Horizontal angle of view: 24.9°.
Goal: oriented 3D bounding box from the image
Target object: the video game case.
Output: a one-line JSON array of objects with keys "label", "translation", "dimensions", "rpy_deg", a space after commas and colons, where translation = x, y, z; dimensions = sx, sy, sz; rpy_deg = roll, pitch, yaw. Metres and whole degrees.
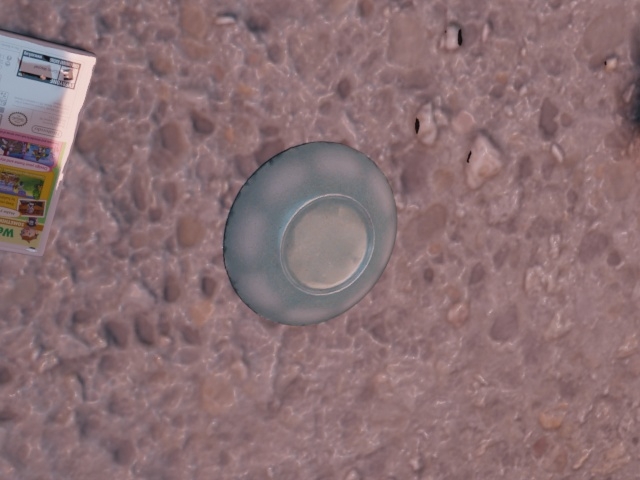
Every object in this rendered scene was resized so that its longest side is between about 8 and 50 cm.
[{"label": "video game case", "translation": [-0.318, -0.095, 1.257], "dimensions": [0.212, 0.023, 0.193], "rpy_deg": [11, 102, -31]}]

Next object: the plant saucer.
[{"label": "plant saucer", "translation": [0.000, 0.000, 1.446], "dimensions": [0.195, 0.037, 0.194], "rpy_deg": [-10, 112, -25]}]
